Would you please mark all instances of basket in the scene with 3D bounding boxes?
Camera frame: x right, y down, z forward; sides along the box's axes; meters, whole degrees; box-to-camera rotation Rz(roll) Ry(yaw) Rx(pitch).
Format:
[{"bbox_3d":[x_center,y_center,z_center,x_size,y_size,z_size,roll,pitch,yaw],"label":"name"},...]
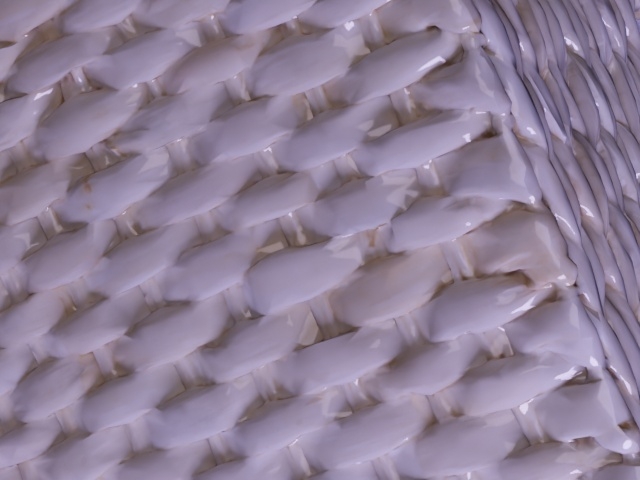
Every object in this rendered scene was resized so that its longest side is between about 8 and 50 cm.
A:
[{"bbox_3d":[0.000,0.000,0.873,0.331,0.266,0.328,-21,91,28],"label":"basket"}]
